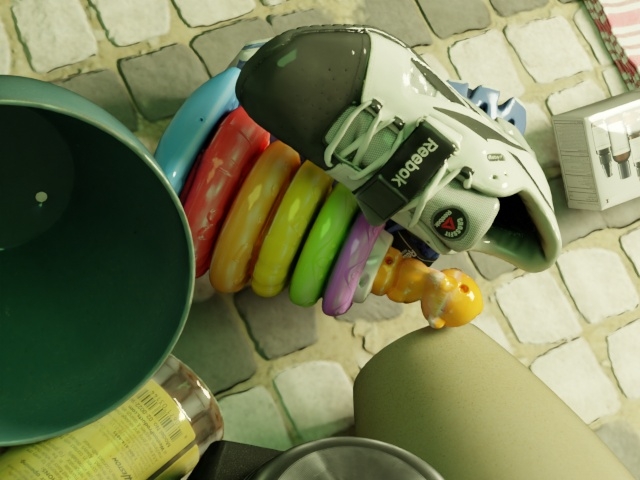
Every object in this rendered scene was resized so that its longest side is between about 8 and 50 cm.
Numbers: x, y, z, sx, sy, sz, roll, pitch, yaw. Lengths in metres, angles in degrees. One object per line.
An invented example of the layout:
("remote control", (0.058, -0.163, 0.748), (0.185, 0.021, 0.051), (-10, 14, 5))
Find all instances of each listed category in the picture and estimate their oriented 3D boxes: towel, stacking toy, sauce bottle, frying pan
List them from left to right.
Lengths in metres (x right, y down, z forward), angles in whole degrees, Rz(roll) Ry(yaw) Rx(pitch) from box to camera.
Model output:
("sauce bottle", (-0.231, 0.218, 1.267), (0.344, 0.111, 0.111), (-37, 84, -31))
("stacking toy", (0.000, 0.000, 1.385), (0.302, 0.165, 0.175), (24, 50, 4))
("frying pan", (0.050, 0.258, 1.150), (0.197, 0.053, 0.326), (-13, 45, -21))
("towel", (0.371, -0.233, 1.746), (0.144, 0.029, 0.197), (-18, 76, -28))

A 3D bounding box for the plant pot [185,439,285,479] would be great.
("plant pot", (-0.048, 0.267, 1.286), (0.187, 0.188, 0.167), (12, 54, -16))

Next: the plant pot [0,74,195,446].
("plant pot", (-0.255, -0.012, 1.265), (0.290, 0.290, 0.195), (9, 24, -18))

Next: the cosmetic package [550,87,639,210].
("cosmetic package", (0.354, -0.110, 1.648), (0.239, 0.060, 0.099), (-20, 105, -27))

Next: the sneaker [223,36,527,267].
("sneaker", (0.053, -0.069, 1.494), (0.315, 0.127, 0.182), (11, 62, -19))

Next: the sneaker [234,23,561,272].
("sneaker", (0.082, -0.067, 1.317), (0.330, 0.122, 0.146), (21, 30, -34))

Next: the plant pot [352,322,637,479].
("plant pot", (0.138, 0.212, 1.358), (0.256, 0.256, 0.274), (-11, 57, -25))
